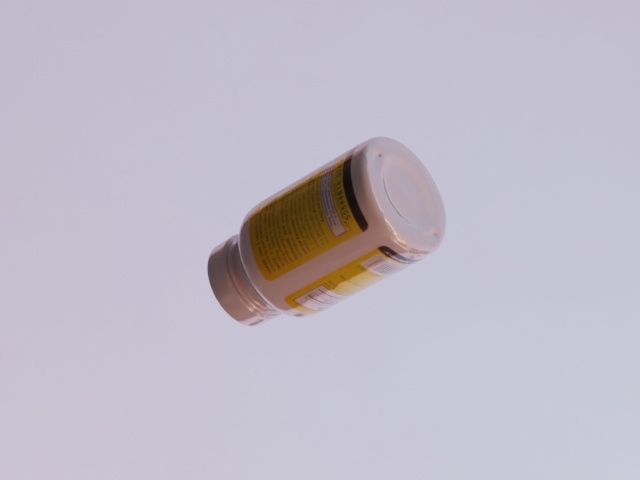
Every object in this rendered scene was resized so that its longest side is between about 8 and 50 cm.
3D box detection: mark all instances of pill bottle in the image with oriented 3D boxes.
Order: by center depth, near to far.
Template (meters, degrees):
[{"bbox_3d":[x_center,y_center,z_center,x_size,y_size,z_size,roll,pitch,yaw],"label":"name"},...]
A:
[{"bbox_3d":[0.000,0.000,0.923,0.116,0.065,0.065,-29,-118,33],"label":"pill bottle"}]
